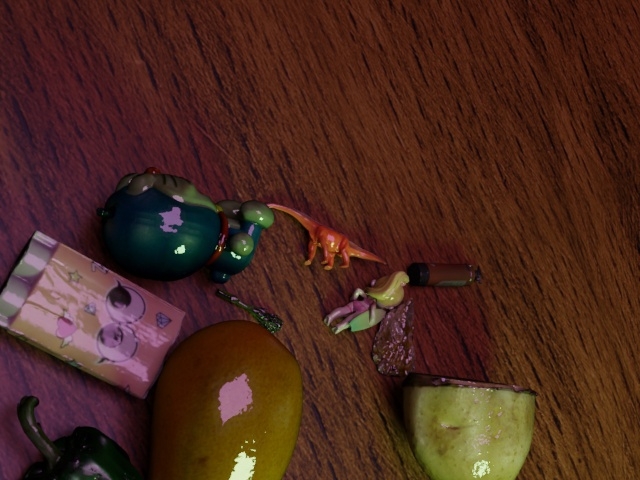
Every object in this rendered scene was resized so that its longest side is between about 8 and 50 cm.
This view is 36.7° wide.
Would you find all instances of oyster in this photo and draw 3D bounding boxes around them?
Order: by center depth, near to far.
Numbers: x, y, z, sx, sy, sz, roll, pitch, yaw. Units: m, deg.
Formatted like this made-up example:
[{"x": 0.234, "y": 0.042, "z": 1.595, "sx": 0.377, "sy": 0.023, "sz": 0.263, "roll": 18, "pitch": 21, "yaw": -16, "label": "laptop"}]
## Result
[{"x": 0.156, "y": 0.201, "z": 1.908, "sx": 0.146, "sy": 0.045, "sz": 0.122, "roll": -44, "pitch": 113, "yaw": -29, "label": "oyster"}]

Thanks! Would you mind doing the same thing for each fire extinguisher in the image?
[{"x": 0.265, "y": 0.068, "z": 1.991, "sx": 0.177, "sy": 0.050, "sz": 0.062, "roll": 2, "pitch": 38, "yaw": -29, "label": "fire extinguisher"}]

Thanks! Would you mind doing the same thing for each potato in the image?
[{"x": 0.284, "y": 0.368, "z": 1.832, "sx": 0.285, "sy": 0.242, "sz": 0.243, "roll": 16, "pitch": 68, "yaw": -43, "label": "potato"}]

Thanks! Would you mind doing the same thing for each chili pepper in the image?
[{"x": -0.391, "y": 0.362, "z": 1.505, "sx": 0.261, "sy": 0.174, "sz": 0.165, "roll": 42, "pitch": 87, "yaw": -13, "label": "chili pepper"}]

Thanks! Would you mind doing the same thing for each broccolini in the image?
[{"x": -0.132, "y": 0.130, "z": 1.782, "sx": 0.140, "sy": 0.030, "sz": 0.035, "roll": 28, "pitch": 101, "yaw": -14, "label": "broccolini"}]

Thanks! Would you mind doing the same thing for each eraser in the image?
[{"x": -0.388, "y": 0.129, "z": 1.607, "sx": 0.290, "sy": 0.087, "sz": 0.171, "roll": 32, "pitch": 63, "yaw": -18, "label": "eraser"}]

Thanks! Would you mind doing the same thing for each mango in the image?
[{"x": -0.164, "y": 0.320, "z": 1.603, "sx": 0.264, "sy": 0.221, "sz": 0.378, "roll": 28, "pitch": 75, "yaw": -36, "label": "mango"}]

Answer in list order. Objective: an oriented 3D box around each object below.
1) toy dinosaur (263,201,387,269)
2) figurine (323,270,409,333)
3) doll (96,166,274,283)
[{"x": -0.003, "y": 0.002, "z": 1.866, "sx": 0.279, "sy": 0.055, "sz": 0.101, "roll": 20, "pitch": 59, "yaw": -20, "label": "toy dinosaur"}, {"x": 0.094, "y": 0.121, "z": 1.872, "sx": 0.187, "sy": 0.083, "sz": 0.083, "roll": -26, "pitch": 89, "yaw": -23, "label": "figurine"}, {"x": -0.238, "y": -0.016, "z": 1.666, "sx": 0.322, "sy": 0.198, "sz": 0.186, "roll": 15, "pitch": 83, "yaw": -34, "label": "doll"}]
